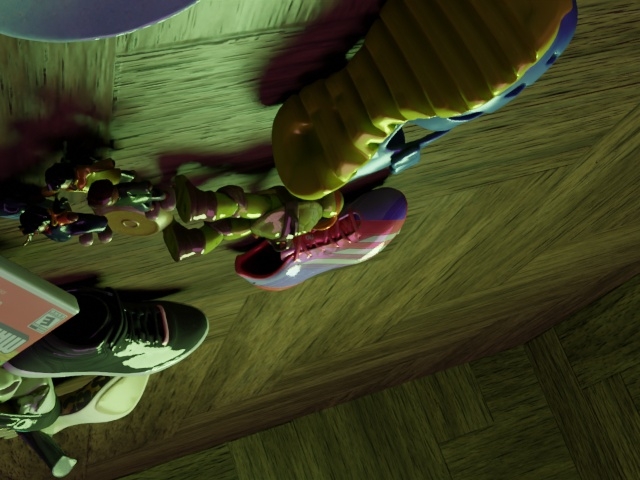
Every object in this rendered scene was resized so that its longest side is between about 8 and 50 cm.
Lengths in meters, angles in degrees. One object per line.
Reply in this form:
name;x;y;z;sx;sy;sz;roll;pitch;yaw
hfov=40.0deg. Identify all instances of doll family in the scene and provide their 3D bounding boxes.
doll family;-0.230;-0.035;0.786;0.193;0.076;0.111;-25;168;23

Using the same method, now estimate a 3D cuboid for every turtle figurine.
turtle figurine;-0.061;-0.027;0.977;0.217;0.087;0.269;-10;163;-26

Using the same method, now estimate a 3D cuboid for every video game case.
video game case;-0.424;0.105;0.903;0.285;0.025;0.204;-33;144;10

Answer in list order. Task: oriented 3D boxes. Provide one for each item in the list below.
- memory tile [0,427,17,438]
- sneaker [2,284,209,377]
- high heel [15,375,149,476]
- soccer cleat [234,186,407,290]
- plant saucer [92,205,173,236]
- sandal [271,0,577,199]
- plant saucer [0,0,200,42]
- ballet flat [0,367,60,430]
memory tile;-0.571;0.348;1.667;0.113;0.012;0.148;-20;162;-2
sneaker;-0.258;0.117;1.160;0.295;0.105;0.147;-3;161;-36
high heel;-0.413;0.253;1.510;0.261;0.186;0.093;-49;137;-12
soccer cleat;0.000;0.000;1.159;0.248;0.083;0.095;-26;158;26
plant saucer;-0.194;-0.023;0.903;0.083;0.015;0.083;4;155;2
sandal;0.094;-0.141;0.783;0.138;0.126;0.317;-9;168;-44
plant saucer;-0.128;-0.185;0.502;0.195;0.037;0.195;-18;162;-6
ballet flat;-0.464;0.234;1.315;0.096;0.095;0.280;-35;160;15
